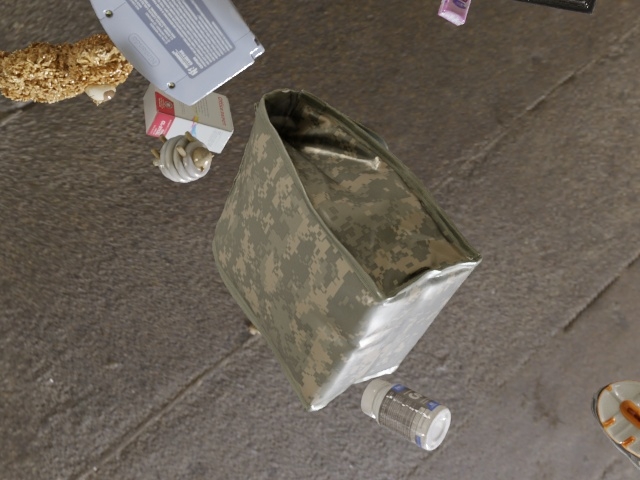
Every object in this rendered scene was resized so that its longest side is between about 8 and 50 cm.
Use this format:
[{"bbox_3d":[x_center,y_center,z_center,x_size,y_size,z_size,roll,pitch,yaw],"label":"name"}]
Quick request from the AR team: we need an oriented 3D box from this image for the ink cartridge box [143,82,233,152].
[{"bbox_3d":[-0.290,-0.275,1.743,0.175,0.127,0.072,13,133,-29],"label":"ink cartridge box"}]

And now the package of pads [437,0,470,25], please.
[{"bbox_3d":[0.257,-0.453,1.502,0.050,0.032,0.083,23,78,-24],"label":"package of pads"}]

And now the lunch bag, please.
[{"bbox_3d":[0.000,0.000,0.887,0.168,0.235,0.287,-19,61,-35],"label":"lunch bag"}]

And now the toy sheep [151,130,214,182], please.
[{"bbox_3d":[-0.241,-0.143,1.380,0.091,0.132,0.091,-7,98,-54],"label":"toy sheep"}]

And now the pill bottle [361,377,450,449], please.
[{"bbox_3d":[0.140,0.285,1.326,0.078,0.137,0.078,-26,126,-43],"label":"pill bottle"}]

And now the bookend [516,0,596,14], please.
[{"bbox_3d":[0.170,-0.285,0.654,0.156,0.157,0.072,13,47,6],"label":"bookend"}]

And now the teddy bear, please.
[{"bbox_3d":[-0.522,-0.320,1.576,0.337,0.245,0.113,0,77,4],"label":"teddy bear"}]

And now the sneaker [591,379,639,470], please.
[{"bbox_3d":[0.363,0.219,0.808,0.084,0.083,0.215,-44,86,-3],"label":"sneaker"}]

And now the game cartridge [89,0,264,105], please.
[{"bbox_3d":[-0.244,-0.364,1.314,0.198,0.062,0.297,-30,140,9],"label":"game cartridge"}]
